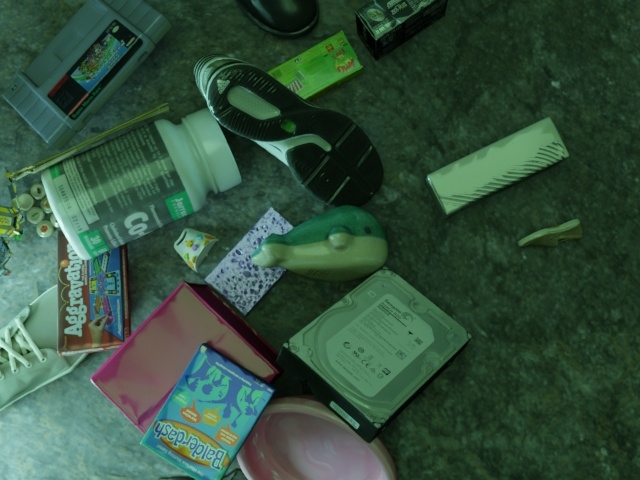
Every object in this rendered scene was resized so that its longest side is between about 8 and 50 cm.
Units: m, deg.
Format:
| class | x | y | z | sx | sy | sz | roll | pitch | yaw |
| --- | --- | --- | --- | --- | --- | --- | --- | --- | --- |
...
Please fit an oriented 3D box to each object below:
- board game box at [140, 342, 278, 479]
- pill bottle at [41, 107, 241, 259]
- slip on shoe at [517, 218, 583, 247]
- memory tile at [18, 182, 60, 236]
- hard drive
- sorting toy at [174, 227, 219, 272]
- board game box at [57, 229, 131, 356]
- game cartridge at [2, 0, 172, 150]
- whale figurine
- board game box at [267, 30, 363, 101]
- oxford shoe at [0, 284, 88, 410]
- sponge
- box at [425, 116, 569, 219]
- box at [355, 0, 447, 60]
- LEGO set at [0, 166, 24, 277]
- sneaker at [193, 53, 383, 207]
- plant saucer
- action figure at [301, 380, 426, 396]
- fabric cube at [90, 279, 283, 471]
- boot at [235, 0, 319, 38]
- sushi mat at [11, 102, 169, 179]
| class | x | y | z | sx | sy | sz | roll | pitch | yaw |
| --- | --- | --- | --- | --- | --- | --- | --- | --- | --- |
| board game box | -0.199 | 0.315 | 1.674 | 0.160 | 0.047 | 0.210 | 31 | 88 | 5 |
| pill bottle | -0.358 | -0.122 | 1.891 | 0.361 | 0.204 | 0.204 | -25 | 83 | -7 |
| slip on shoe | 0.472 | -0.005 | 1.910 | 0.135 | 0.051 | 0.041 | -18 | 81 | -6 |
| memory tile | -0.570 | -0.087 | 2.009 | 0.148 | 0.012 | 0.113 | -36 | 83 | 1 |
| hard drive | 0.110 | 0.205 | 1.784 | 0.237 | 0.064 | 0.339 | 40 | 44 | 17 |
| sorting toy | -0.271 | 0.011 | 1.970 | 0.075 | 0.045 | 0.083 | 32 | 87 | 25 |
| board game box | -0.467 | 0.096 | 1.916 | 0.145 | 0.027 | 0.281 | -8 | 61 | -3 |
| game cartridge | -0.494 | -0.378 | 1.961 | 0.355 | 0.068 | 0.230 | -49 | 51 | -2 |
| whale figurine | 0.000 | 0.000 | 1.859 | 0.272 | 0.216 | 0.141 | 1 | 71 | -19 |
| board game box | -0.010 | -0.357 | 1.979 | 0.181 | 0.043 | 0.092 | -29 | 84 | 1 |
| oxford shoe | -0.619 | 0.234 | 1.925 | 0.449 | 0.130 | 0.169 | -37 | 79 | -3 |
| sponge | -0.130 | 0.045 | 1.955 | 0.117 | 0.031 | 0.210 | 42 | 88 | 7 |
| box | 0.356 | -0.146 | 1.900 | 0.275 | 0.113 | 0.094 | -26 | 85 | 3 |
| box | 0.167 | -0.469 | 1.925 | 0.180 | 0.147 | 0.077 | -34 | 84 | 1 |
| LEGO set | -0.718 | -0.063 | 1.926 | 0.331 | 0.192 | 0.255 | 42 | 102 | 22 |
| sneaker | -0.069 | -0.247 | 1.897 | 0.447 | 0.257 | 0.169 | 34 | 99 | -33 |
| plant saucer | -0.002 | 0.419 | 1.812 | 0.332 | 0.084 | 0.332 | 12 | 128 | 16 |
| action figure | 0.061 | 0.306 | 1.860 | 0.275 | 0.141 | 0.164 | -23 | 105 | -1 |
| fabric cube | -0.245 | 0.257 | 1.832 | 0.259 | 0.254 | 0.258 | 43 | 90 | 6 |
| boot | -0.165 | -0.595 | 1.810 | 0.146 | 0.445 | 0.367 | -44 | 83 | -1 |
| sushi mat | -0.464 | -0.200 | 1.881 | 0.316 | 0.151 | 0.019 | -32 | 105 | -29 |
